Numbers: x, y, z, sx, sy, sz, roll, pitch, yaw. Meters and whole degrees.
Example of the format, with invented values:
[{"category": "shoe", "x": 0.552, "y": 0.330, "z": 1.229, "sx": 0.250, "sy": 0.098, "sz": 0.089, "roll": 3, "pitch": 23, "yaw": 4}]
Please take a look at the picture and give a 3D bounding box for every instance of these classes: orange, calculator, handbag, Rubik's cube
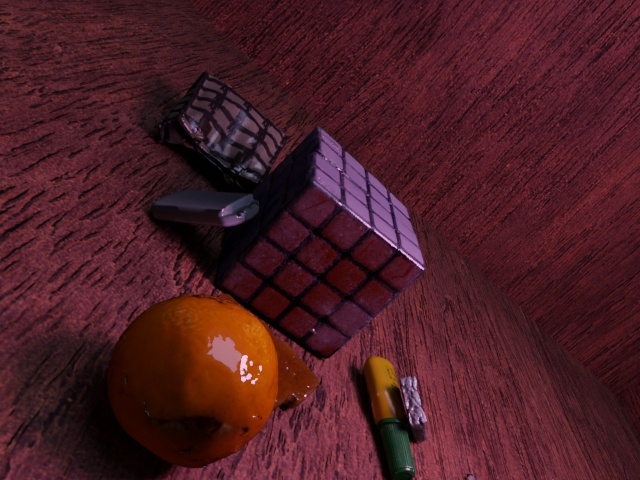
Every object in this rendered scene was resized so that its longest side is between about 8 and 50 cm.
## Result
[{"category": "orange", "x": -0.183, "y": 0.200, "z": 0.889, "sx": 0.246, "sy": 0.246, "sz": 0.246, "roll": 38, "pitch": 22, "yaw": -19}, {"category": "calculator", "x": -0.253, "y": -0.074, "z": 1.343, "sx": 0.246, "sy": 0.045, "sz": 0.141, "roll": 6, "pitch": 21, "yaw": 23}, {"category": "handbag", "x": -0.269, "y": -0.289, "z": 1.736, "sx": 0.325, "sy": 0.162, "sz": 0.327, "roll": 37, "pitch": 28, "yaw": -16}, {"category": "Rubik's cube", "x": 0.000, "y": 0.000, "z": 1.448, "sx": 0.343, "sy": 0.344, "sz": 0.337, "roll": 39, "pitch": 23, "yaw": -20}]

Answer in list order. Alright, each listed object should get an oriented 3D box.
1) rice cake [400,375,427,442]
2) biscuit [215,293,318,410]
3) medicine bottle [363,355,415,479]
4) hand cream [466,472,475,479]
[{"category": "rice cake", "x": 0.218, "y": 0.396, "z": 1.425, "sx": 0.211, "sy": 0.038, "sz": 0.124, "roll": 71, "pitch": 6, "yaw": -55}, {"category": "biscuit", "x": -0.119, "y": 0.242, "z": 1.203, "sx": 0.301, "sy": 0.043, "sz": 0.278, "roll": 35, "pitch": 21, "yaw": -29}, {"category": "medicine bottle", "x": 0.158, "y": 0.397, "z": 1.389, "sx": 0.111, "sy": 0.076, "sz": 0.309, "roll": 55, "pitch": 14, "yaw": -34}, {"category": "hand cream", "x": 0.371, "y": 0.611, "z": 1.484, "sx": 0.035, "sy": 0.022, "sz": 0.102, "roll": 40, "pitch": 26, "yaw": -27}]
